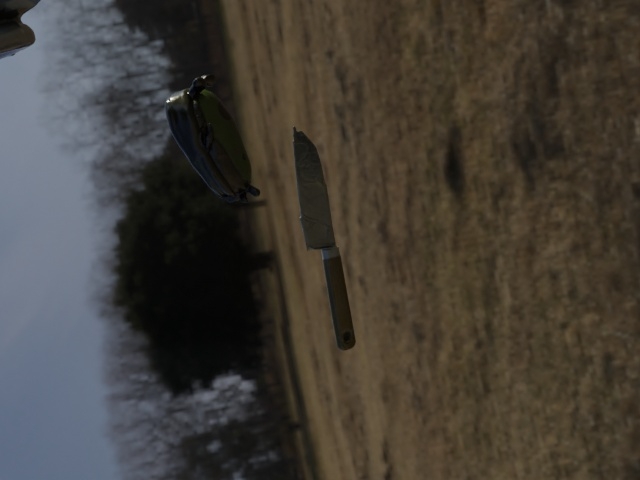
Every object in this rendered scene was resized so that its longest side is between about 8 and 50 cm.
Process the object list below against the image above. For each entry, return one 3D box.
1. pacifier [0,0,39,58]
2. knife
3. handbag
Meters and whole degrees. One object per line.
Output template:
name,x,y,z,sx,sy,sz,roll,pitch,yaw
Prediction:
pacifier,-0.332,-0.184,0.782,0.238,0.287,0.225,-30,-74,-64
knife,0.001,0.000,1.416,0.017,0.047,0.297,-154,53,-71
handbag,-0.089,-0.080,0.933,0.111,0.047,0.072,65,-167,-10
